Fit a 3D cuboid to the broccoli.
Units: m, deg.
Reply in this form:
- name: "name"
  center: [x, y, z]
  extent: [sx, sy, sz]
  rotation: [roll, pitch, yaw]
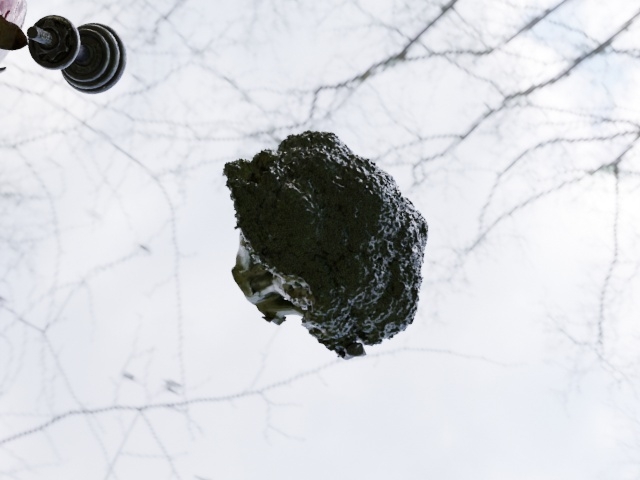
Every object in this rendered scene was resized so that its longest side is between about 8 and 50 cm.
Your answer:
- name: "broccoli"
  center: [0.000, 0.000, 1.644]
  extent: [0.283, 0.321, 0.304]
  rotation: [-31, -174, 41]

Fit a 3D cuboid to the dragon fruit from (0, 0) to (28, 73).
- name: "dragon fruit"
  center: [-0.417, -0.182, 1.271]
  extent: [0.343, 0.282, 0.100]
  rotation: [-28, -90, 48]

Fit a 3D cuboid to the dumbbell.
- name: "dumbbell"
  center: [-0.364, -0.278, 1.754]
  extent: [0.110, 0.254, 0.110]
  rotation: [0, -90, 11]
